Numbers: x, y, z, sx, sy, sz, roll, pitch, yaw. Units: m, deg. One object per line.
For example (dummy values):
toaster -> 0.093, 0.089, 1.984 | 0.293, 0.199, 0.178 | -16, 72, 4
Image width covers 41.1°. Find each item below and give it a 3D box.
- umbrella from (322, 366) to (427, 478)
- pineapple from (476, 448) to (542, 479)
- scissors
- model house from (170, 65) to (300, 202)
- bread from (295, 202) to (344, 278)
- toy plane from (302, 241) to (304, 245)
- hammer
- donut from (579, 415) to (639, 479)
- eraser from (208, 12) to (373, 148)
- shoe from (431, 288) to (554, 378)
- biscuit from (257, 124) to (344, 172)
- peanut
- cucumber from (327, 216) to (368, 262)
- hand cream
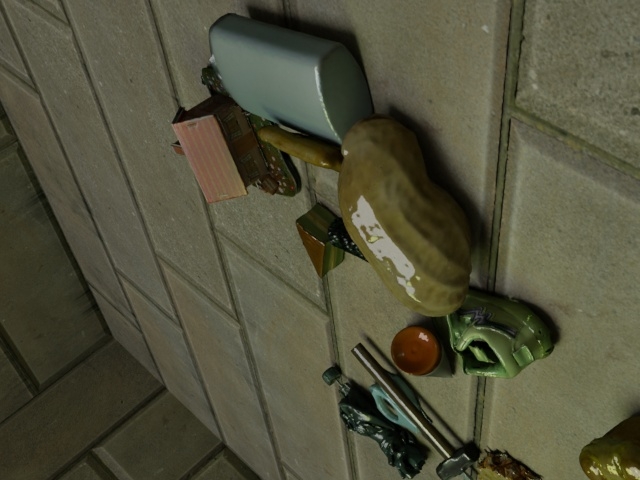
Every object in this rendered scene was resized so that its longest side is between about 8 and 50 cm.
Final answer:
umbrella -> 0.123, 0.461, 2.155 | 0.349, 0.094, 0.143 | 45, 151, 18
pineapple -> 0.408, 0.531, 1.816 | 0.221, 0.047, 0.221 | 40, 155, 23
scissors -> 0.251, 0.449, 1.987 | 0.360, 0.029, 0.191 | 44, 151, 17
model house -> -0.188, -0.184, 1.726 | 0.207, 0.154, 0.294 | 22, 142, 49
bread -> 0.000, 0.003, 1.757 | 0.084, 0.074, 0.139 | 41, 155, 22
toy plane -> -0.005, 0.014, 1.830 | 0.083, 0.031, 0.079 | 29, 147, 40
hammer -> 0.199, 0.376, 1.919 | 0.365, 0.043, 0.111 | 48, 132, 8
donut -> 0.533, 0.395, 1.314 | 0.208, 0.128, 0.262 | -1, 124, 59
eraser -> -0.054, -0.269, 1.435 | 0.290, 0.104, 0.189 | 27, 149, 41
shoe -> 0.274, 0.153, 1.459 | 0.262, 0.128, 0.140 | 6, 116, 54
biscuit -> 0.001, -0.150, 1.467 | 0.174, 0.039, 0.183 | 12, -168, -47
peanut -> 0.129, -0.030, 1.362 | 0.174, 0.158, 0.340 | -30, 105, 34
cucumber -> 0.132, 0.030, 1.579 | 0.293, 0.067, 0.068 | 27, 146, 39
hand cream -> 0.196, 0.218, 1.619 | 0.140, 0.089, 0.314 | 45, 180, 11
